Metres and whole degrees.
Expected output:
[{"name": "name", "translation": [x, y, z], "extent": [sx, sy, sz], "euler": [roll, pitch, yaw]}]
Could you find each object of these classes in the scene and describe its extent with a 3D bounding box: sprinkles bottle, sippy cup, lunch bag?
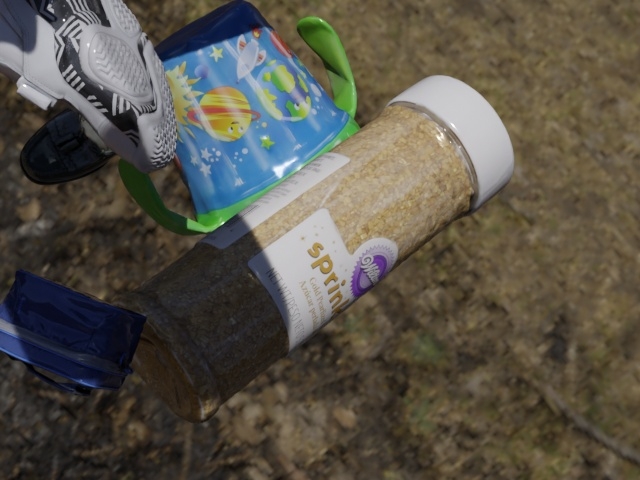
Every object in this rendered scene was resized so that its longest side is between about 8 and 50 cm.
[{"name": "sprinkles bottle", "translation": [0.000, 0.000, 1.038], "extent": [0.355, 0.121, 0.121], "euler": [-37, 83, -24]}, {"name": "sippy cup", "translation": [-0.102, -0.159, 1.530], "extent": [0.224, 0.240, 0.305], "euler": [57, 23, -16]}, {"name": "lunch bag", "translation": [-0.168, 0.066, 0.850], "extent": [0.098, 0.065, 0.067], "euler": [20, -5, 16]}]

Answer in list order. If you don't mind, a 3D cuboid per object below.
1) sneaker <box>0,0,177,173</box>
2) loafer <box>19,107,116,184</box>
[{"name": "sneaker", "translation": [-0.306, -0.193, 1.235], "extent": [0.366, 0.210, 0.137], "euler": [56, 20, -20]}, {"name": "loafer", "translation": [-0.282, -0.161, 1.713], "extent": [0.267, 0.084, 0.096], "euler": [-28, 88, -18]}]
